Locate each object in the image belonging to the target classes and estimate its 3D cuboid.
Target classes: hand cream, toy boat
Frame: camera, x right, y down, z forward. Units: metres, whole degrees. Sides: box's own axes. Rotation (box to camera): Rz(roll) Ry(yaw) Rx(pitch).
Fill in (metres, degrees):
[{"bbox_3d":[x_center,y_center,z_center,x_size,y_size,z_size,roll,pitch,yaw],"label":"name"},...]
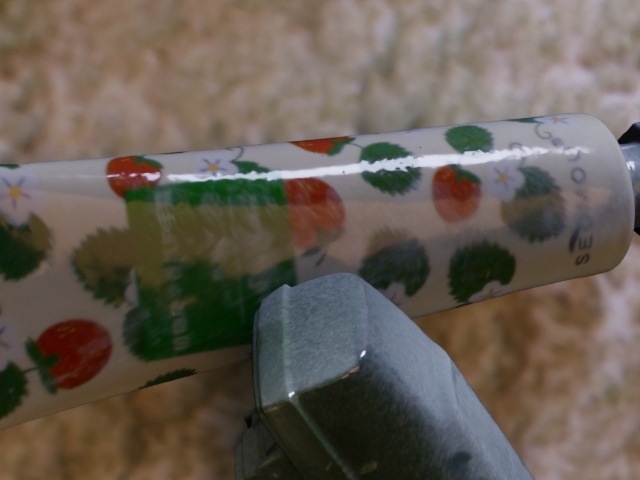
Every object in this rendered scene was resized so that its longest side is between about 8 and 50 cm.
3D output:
[{"bbox_3d":[0.000,0.000,0.562,0.276,0.059,0.095,-11,104,-18],"label":"hand cream"},{"bbox_3d":[0.047,0.120,0.578,0.085,0.078,0.260,-25,125,15],"label":"toy boat"}]
